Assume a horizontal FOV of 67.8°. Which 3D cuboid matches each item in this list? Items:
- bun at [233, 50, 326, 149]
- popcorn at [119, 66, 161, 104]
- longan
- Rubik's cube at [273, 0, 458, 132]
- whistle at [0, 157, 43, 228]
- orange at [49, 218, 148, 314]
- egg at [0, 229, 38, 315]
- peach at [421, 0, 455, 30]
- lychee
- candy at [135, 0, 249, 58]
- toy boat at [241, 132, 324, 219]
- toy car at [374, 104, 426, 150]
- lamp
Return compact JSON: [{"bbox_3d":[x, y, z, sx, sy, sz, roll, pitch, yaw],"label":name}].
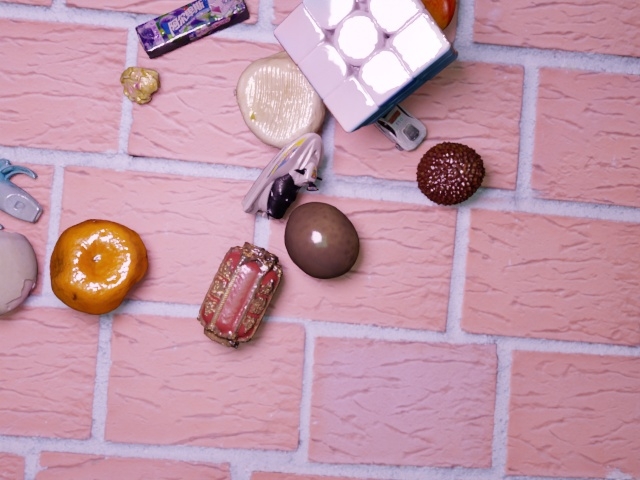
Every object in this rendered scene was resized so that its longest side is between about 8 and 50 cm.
[{"bbox_3d":[-0.096,-0.379,1.277,0.259,0.160,0.260,2,100,13],"label":"bun"},{"bbox_3d":[-0.489,-0.430,1.293,0.097,0.109,0.089,43,52,-35],"label":"popcorn"},{"bbox_3d":[0.000,0.000,1.260,0.196,0.196,0.220,-39,88,-2],"label":"longan"},{"bbox_3d":[0.119,-0.466,1.128,0.290,0.292,0.291,-35,94,24],"label":"Rubik's cube"},{"bbox_3d":[-0.878,-0.140,1.277,0.273,0.093,0.186,33,88,-5],"label":"whistle"},{"bbox_3d":[-0.579,0.065,1.242,0.248,0.183,0.249,4,73,-12],"label":"orange"},{"bbox_3d":[-0.834,0.084,1.227,0.182,0.183,0.217,0,83,-2],"label":"egg"},{"bbox_3d":[0.264,-0.652,1.270,0.197,0.197,0.198,0,89,-2],"label":"peach"},{"bbox_3d":[0.350,-0.179,1.284,0.187,0.188,0.188,0,89,-2],"label":"lychee"},{"bbox_3d":[-0.351,-0.604,1.315,0.312,0.061,0.088,-25,88,-2],"label":"candy"},{"bbox_3d":[-0.084,-0.153,1.241,0.269,0.141,0.141,-38,91,26],"label":"toy boat"},{"bbox_3d":[0.204,-0.338,1.338,0.205,0.056,0.095,42,89,-2],"label":"toy car"},{"bbox_3d":[-0.213,0.142,1.265,0.177,0.177,0.274,25,90,-2],"label":"lamp"}]
